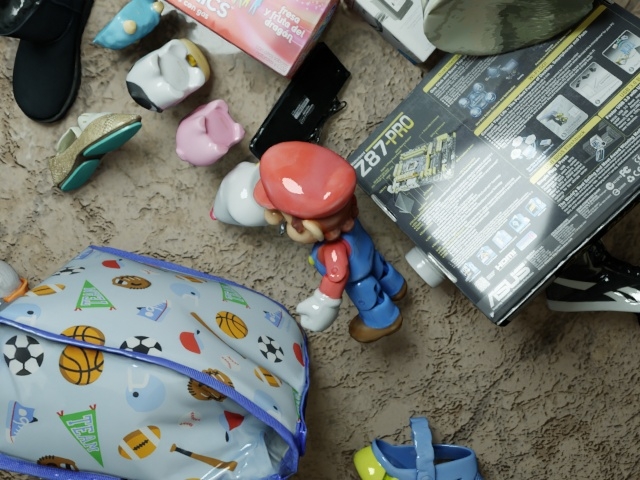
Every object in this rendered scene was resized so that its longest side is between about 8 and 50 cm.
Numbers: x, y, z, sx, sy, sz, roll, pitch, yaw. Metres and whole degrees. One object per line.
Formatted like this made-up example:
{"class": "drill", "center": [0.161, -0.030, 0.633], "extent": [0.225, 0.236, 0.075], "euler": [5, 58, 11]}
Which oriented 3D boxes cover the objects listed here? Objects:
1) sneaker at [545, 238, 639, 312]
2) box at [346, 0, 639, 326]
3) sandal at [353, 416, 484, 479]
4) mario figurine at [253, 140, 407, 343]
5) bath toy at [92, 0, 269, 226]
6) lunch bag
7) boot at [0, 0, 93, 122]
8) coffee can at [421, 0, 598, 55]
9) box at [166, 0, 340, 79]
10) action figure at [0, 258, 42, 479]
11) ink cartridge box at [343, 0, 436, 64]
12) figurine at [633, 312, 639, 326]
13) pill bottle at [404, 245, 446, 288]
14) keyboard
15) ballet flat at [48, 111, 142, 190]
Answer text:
{"class": "sneaker", "center": [0.444, 0.041, 0.886], "extent": [0.217, 0.079, 0.121], "euler": [-6, 97, 27]}
{"class": "box", "center": [0.269, -0.131, 0.796], "extent": [0.395, 0.097, 0.318], "euler": [-47, 68, 10]}
{"class": "sandal", "center": [0.219, 0.403, 0.989], "extent": [0.317, 0.126, 0.138], "euler": [32, 98, -8]}
{"class": "mario figurine", "center": [0.000, 0.000, 0.845], "extent": [0.170, 0.198, 0.320], "euler": [-33, 123, -1]}
{"class": "bath toy", "center": [-0.179, -0.165, 0.855], "extent": [0.129, 0.151, 0.348], "euler": [-18, 112, 40]}
{"class": "lunch bag", "center": [-0.207, 0.184, 0.833], "extent": [0.386, 0.328, 0.238], "euler": [12, 107, -4]}
{"class": "boot", "center": [-0.389, -0.273, 0.789], "extent": [0.094, 0.207, 0.246], "euler": [21, 103, -4]}
{"class": "coffee can", "center": [0.204, -0.394, 0.709], "extent": [0.202, 0.201, 0.275], "euler": [-6, 80, 2]}
{"class": "box", "center": [-0.130, -0.355, 0.795], "extent": [0.300, 0.154, 0.142], "euler": [32, 101, -5]}
{"class": "action figure", "center": [-0.526, 0.180, 0.947], "extent": [0.341, 0.179, 0.330], "euler": [8, 104, 33]}
{"class": "ink cartridge box", "center": [0.089, -0.326, 0.823], "extent": [0.180, 0.104, 0.060], "euler": [40, 102, -7]}
{"class": "figurine", "center": [0.608, 0.096, 0.934], "extent": [0.215, 0.092, 0.209], "euler": [41, 109, -8]}
{"class": "pill bottle", "center": [0.213, -0.008, 0.901], "extent": [0.169, 0.094, 0.094], "euler": [-43, 99, 9]}
{"class": "keyboard", "center": [-0.029, -0.186, 0.867], "extent": [0.100, 0.038, 0.192], "euler": [41, 79, -40]}
{"class": "ballet flat", "center": [-0.337, -0.143, 0.862], "extent": [0.206, 0.073, 0.067], "euler": [-29, 89, 31]}
